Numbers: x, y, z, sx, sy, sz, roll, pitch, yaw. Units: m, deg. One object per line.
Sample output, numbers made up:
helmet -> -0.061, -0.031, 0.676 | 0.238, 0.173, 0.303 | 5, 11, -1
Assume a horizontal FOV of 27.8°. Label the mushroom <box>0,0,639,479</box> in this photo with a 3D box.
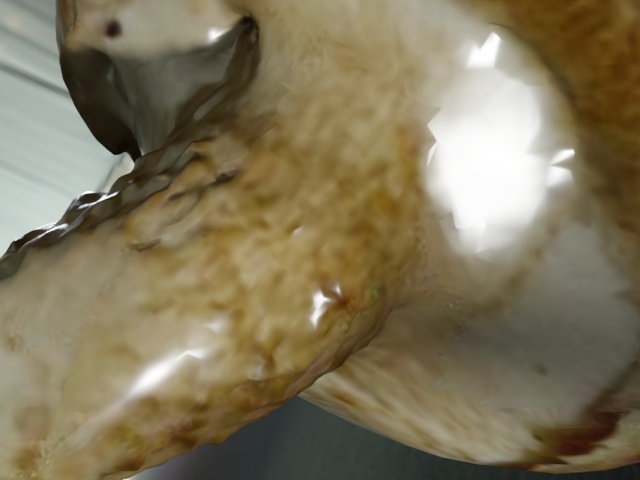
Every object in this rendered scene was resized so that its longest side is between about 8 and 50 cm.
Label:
mushroom -> 0.028, -0.013, 0.391 | 0.267, 0.267, 0.254 | -8, -115, 58
